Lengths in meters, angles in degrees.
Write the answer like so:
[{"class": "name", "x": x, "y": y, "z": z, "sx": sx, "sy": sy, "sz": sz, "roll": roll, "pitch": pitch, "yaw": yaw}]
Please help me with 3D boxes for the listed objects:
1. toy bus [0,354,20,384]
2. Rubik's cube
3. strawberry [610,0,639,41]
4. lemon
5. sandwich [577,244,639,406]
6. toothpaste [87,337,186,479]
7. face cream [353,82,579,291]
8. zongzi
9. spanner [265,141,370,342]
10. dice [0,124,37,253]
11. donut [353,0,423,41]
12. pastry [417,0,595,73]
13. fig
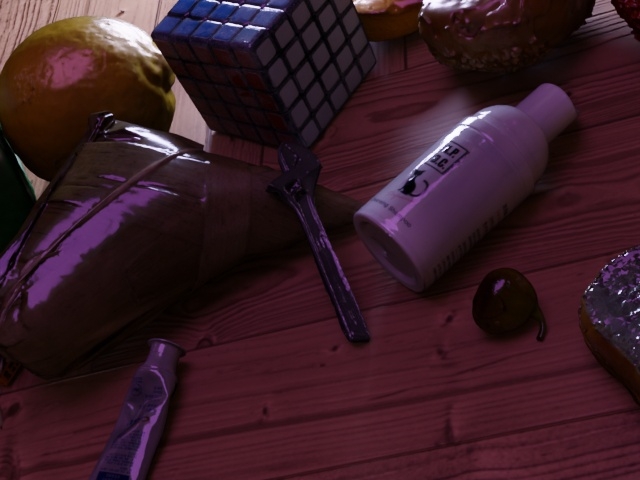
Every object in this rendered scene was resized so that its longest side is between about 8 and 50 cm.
[{"class": "toy bus", "x": -0.471, "y": 0.138, "z": 1.943, "sx": 0.070, "sy": 0.074, "sz": 0.162, "roll": 2, "pitch": 52, "yaw": 39}, {"class": "Rubik's cube", "x": -0.085, "y": -0.317, "z": 2.061, "sx": 0.237, "sy": 0.238, "sz": 0.237, "roll": 19, "pitch": 61, "yaw": 37}, {"class": "strawberry", "x": 0.478, "y": -0.361, "z": 1.876, "sx": 0.106, "sy": 0.188, "sz": 0.286, "roll": -37, "pitch": 49, "yaw": 40}, {"class": "lemon", "x": -0.387, "y": -0.232, "z": 2.108, "sx": 0.297, "sy": 0.297, "sz": 0.297, "roll": -15, "pitch": 44, "yaw": 15}, {"class": "sandwich", "x": 0.462, "y": 0.102, "z": 1.465, "sx": 0.271, "sy": 0.099, "sz": 0.301, "roll": -30, "pitch": 43, "yaw": -1}, {"class": "toothpaste", "x": -0.253, "y": 0.261, "z": 1.731, "sx": 0.096, "sy": 0.061, "sz": 0.266, "roll": 2, "pitch": 57, "yaw": 28}, {"class": "face cream", "x": 0.223, "y": -0.101, "z": 1.755, "sx": 0.370, "sy": 0.145, "sz": 0.145, "roll": -43, "pitch": 44, "yaw": -14}, {"class": "zongzi", "x": -0.233, "y": 0.063, "z": 1.795, "sx": 0.467, "sy": 0.218, "sz": 0.500, "roll": 13, "pitch": 57, "yaw": 25}, {"class": "spanner", "x": 0.000, "y": 0.000, "z": 1.772, "sx": 0.093, "sy": 0.026, "sz": 0.325, "roll": -14, "pitch": 66, "yaw": -20}, {"class": "dice", "x": -0.651, "y": -0.107, "z": 2.104, "sx": 0.287, "sy": 0.297, "sz": 0.300, "roll": -27, "pitch": 36, "yaw": -6}, {"class": "donut", "x": 0.117, "y": -0.439, "z": 2.155, "sx": 0.253, "sy": 0.118, "sz": 0.253, "roll": -13, "pitch": 38, "yaw": 10}, {"class": "pastry", "x": 0.292, "y": -0.355, "z": 1.957, "sx": 0.255, "sy": 0.162, "sz": 0.311, "roll": 6, "pitch": 41, "yaw": 45}, {"class": "fig", "x": 0.246, "y": 0.080, "z": 1.626, "sx": 0.098, "sy": 0.082, "sz": 0.084, "roll": 16, "pitch": 59, "yaw": 4}]
